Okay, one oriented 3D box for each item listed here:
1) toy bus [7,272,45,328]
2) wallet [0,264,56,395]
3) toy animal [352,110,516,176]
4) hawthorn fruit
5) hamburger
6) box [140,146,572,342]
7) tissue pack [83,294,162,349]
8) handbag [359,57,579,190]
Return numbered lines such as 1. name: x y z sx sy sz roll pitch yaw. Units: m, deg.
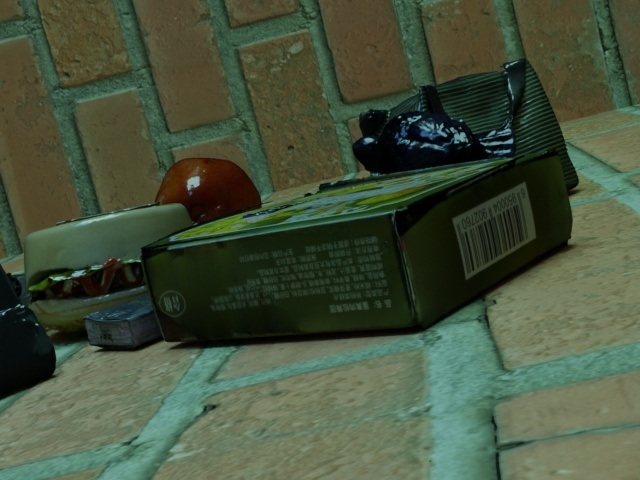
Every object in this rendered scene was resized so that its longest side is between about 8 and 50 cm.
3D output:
1. toy bus: -0.541 0.125 1.741 0.090 0.112 0.274 -9 8 32
2. wallet: -0.531 0.131 1.318 0.406 0.228 0.062 -23 -23 -44
3. toy animal: 0.168 -0.117 1.623 0.185 0.122 0.298 25 -6 -19
4. hawthorn fruit: -0.227 -0.046 2.140 0.211 0.211 0.299 -13 17 10
5. hamburger: -0.321 0.042 1.743 0.301 0.170 0.302 -12 3 1
6. box: 0.048 0.005 1.410 0.420 0.138 0.373 -8 10 40
7. tissue pack: -0.230 0.104 1.538 0.112 0.051 0.156 -5 11 46
8. handbag: 0.243 -0.155 1.886 0.340 0.240 0.247 -20 5 -31
